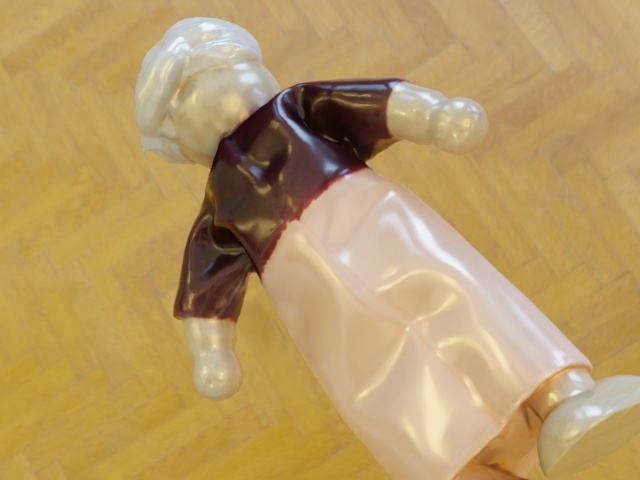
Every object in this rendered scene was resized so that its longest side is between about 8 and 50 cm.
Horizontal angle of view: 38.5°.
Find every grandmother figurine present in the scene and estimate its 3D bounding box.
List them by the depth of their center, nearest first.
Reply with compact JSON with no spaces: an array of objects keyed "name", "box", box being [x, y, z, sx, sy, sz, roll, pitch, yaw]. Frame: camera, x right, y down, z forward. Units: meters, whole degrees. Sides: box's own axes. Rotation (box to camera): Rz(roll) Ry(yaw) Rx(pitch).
[{"name":"grandmother figurine","box":[0.000,0.000,0.481,0.208,0.104,0.342,-42,59,6]}]
